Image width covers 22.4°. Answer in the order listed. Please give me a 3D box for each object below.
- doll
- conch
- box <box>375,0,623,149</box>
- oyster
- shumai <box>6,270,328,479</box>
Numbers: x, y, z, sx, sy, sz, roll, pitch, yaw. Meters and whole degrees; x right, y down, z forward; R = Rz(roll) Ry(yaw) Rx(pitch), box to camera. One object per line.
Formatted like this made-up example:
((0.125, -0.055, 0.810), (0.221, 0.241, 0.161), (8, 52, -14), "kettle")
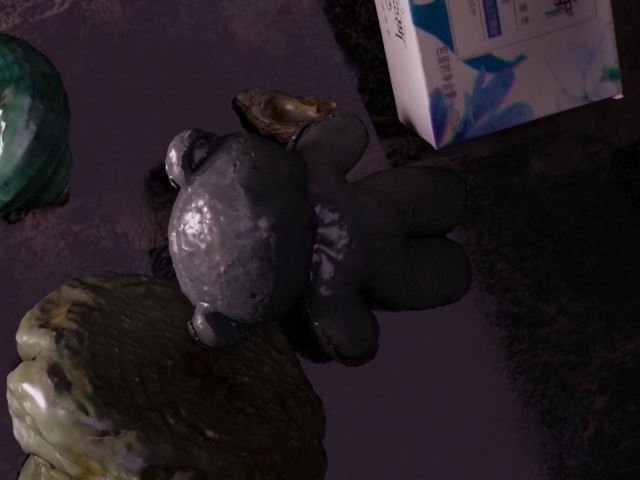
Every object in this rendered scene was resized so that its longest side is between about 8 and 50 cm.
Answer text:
((-0.007, 0.001, 1.542), (0.340, 0.158, 0.245), (-3, 86, -43), "doll")
((-0.315, -0.101, 1.499), (0.196, 0.134, 0.202), (-31, 101, 30), "conch")
((0.161, -0.251, 1.550), (0.203, 0.116, 0.274), (-17, 114, -11), "box")
((-0.037, -0.127, 1.605), (0.083, 0.038, 0.081), (34, 53, 21), "oyster")
((-0.175, 0.203, 1.502), (0.309, 0.304, 0.263), (32, 116, -7), "shumai")
